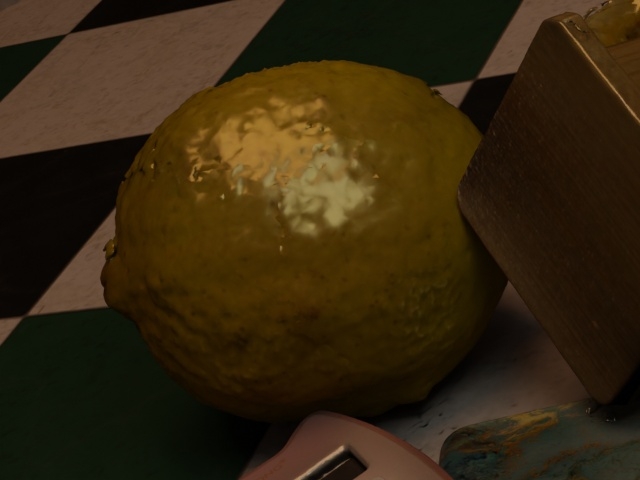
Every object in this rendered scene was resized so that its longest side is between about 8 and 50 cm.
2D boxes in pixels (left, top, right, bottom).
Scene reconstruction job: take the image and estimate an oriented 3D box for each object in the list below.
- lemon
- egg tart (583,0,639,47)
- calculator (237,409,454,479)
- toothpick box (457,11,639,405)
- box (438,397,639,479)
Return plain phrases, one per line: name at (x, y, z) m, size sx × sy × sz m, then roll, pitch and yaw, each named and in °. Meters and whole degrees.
lemon at (0.000, 0.000, 1.287) m, size 0.322 × 0.268 × 0.268 m, roll -4°, pitch 26°, yaw -6°
egg tart at (0.322, -0.138, 1.451) m, size 0.288 × 0.118 × 0.288 m, roll -16°, pitch 26°, yaw 8°
calculator at (-0.007, 0.214, 1.078) m, size 0.220 × 0.048 × 0.330 m, roll -33°, pitch 20°, yaw -9°
toothpick box at (0.279, -0.055, 1.158) m, size 0.308 × 0.187 × 0.190 m, roll -19°, pitch 59°, yaw -31°
box at (0.208, 0.141, 1.100) m, size 0.285 × 0.044 × 0.142 m, roll -15°, pitch 31°, yaw 17°
